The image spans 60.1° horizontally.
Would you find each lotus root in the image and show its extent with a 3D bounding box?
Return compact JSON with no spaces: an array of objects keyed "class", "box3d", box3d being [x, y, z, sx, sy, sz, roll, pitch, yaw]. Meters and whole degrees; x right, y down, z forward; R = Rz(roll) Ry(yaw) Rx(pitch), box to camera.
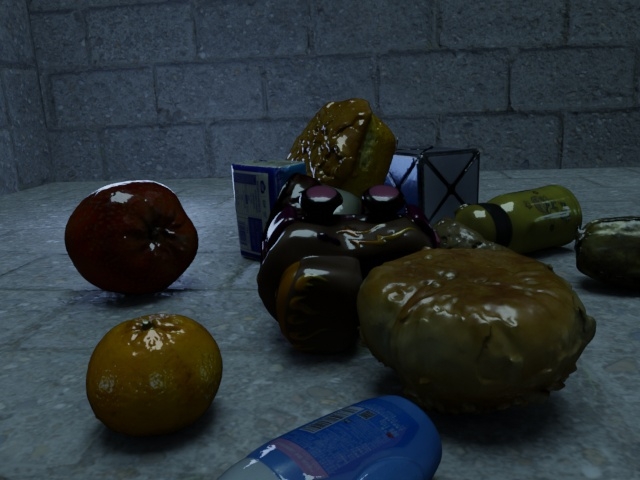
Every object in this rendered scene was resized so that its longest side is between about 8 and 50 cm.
[{"class":"lotus root","box3d":[0.685,0.028,1.172,0.274,0.160,0.152,5,-8,22]}]

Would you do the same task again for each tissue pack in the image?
[{"class":"tissue pack","box3d":[-0.128,-0.083,1.507,0.209,0.270,0.137,8,20,41]}]

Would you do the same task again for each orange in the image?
[{"class":"orange","box3d":[-0.221,0.176,0.743,0.177,0.155,0.177,3,2,0]}]

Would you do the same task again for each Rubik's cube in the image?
[{"class":"Rubik's cube","box3d":[0.365,-0.187,1.873,0.254,0.260,0.259,-11,19,-27]}]

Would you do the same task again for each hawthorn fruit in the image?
[{"class":"hawthorn fruit","box3d":[-0.448,-0.003,1.282,0.299,0.276,0.275,-8,11,20]}]

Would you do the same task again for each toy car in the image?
[{"class":"toy car","box3d":[0.058,0.065,0.980,0.340,0.272,0.240,-3,32,-5]}]

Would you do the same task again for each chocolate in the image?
[{"class":"chocolate","box3d":[0.000,0.000,1.228,0.186,0.284,0.283,17,19,15]}]

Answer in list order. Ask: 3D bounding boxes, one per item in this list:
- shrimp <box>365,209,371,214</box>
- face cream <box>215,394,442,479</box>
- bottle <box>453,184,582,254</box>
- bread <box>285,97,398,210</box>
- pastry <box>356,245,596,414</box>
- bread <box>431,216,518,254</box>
[{"class":"shrimp","box3d":[0.122,-0.103,1.742,0.137,0.172,0.372,26,17,-28]},{"class":"face cream","box3d":[0.002,0.243,0.565,0.263,0.083,0.149,-12,16,-35]},{"class":"bottle","box3d":[0.502,-0.045,1.450,0.351,0.172,0.171,-9,16,-27]},{"class":"bread","box3d":[0.035,-0.225,1.633,0.215,0.398,0.398,29,-3,-30]},{"class":"pastry","box3d":[0.206,0.129,0.779,0.284,0.184,0.315,-21,23,-36]},{"class":"bread","box3d":[0.308,0.046,1.123,0.229,0.123,0.230,28,9,-5]}]
